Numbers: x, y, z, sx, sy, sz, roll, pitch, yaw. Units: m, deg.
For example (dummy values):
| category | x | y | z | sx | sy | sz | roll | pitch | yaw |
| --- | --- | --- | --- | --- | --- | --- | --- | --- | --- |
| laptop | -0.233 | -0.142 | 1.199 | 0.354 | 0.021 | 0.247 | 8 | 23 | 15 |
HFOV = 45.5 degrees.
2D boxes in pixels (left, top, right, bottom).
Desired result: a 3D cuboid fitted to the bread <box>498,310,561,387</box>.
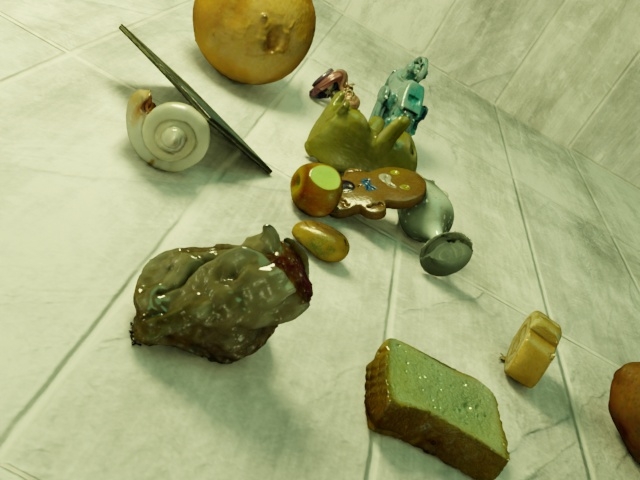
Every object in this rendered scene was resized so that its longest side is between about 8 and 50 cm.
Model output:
| category | x | y | z | sx | sy | sz | roll | pitch | yaw |
| --- | --- | --- | --- | --- | --- | --- | --- | --- | --- |
| bread | 0.392 | 0.195 | 1.417 | 0.073 | 0.122 | 0.149 | 31 | 24 | 7 |

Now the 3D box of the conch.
| category | x | y | z | sx | sy | sz | roll | pitch | yaw |
| --- | --- | --- | --- | --- | --- | --- | --- | --- | --- |
| conch | -0.288 | -0.195 | 1.404 | 0.158 | 0.127 | 0.255 | 22 | 2 | -16 |

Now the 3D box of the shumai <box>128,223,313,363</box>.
| category | x | y | z | sx | sy | sz | roll | pitch | yaw |
| --- | --- | --- | --- | --- | --- | --- | --- | --- | --- |
| shumai | -0.125 | 0.050 | 1.023 | 0.218 | 0.185 | 0.184 | 16 | 29 | -30 |

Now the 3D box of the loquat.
| category | x | y | z | sx | sy | sz | roll | pitch | yaw |
| --- | --- | --- | --- | --- | --- | --- | --- | --- | --- |
| loquat | -0.169 | -0.554 | 1.919 | 0.328 | 0.328 | 0.328 | 25 | 26 | -13 |

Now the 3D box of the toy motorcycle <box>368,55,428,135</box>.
| category | x | y | z | sx | sy | sz | roll | pitch | yaw |
| --- | --- | --- | --- | --- | --- | --- | --- | --- | --- |
| toy motorcycle | 0.214 | -0.376 | 2.119 | 0.154 | 0.260 | 0.206 | 22 | -14 | -22 |

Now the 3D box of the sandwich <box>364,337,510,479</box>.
| category | x | y | z | sx | sy | sz | roll | pitch | yaw |
| --- | --- | --- | --- | --- | --- | --- | --- | --- | --- |
| sandwich | 0.171 | 0.249 | 1.137 | 0.214 | 0.065 | 0.186 | 28 | 25 | -8 |

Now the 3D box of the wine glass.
| category | x | y | z | sx | sy | sz | roll | pitch | yaw |
| --- | --- | --- | --- | --- | --- | --- | --- | --- | --- |
| wine glass | 0.242 | -0.035 | 1.665 | 0.126 | 0.126 | 0.241 | 20 | 30 | -23 |

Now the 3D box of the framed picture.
| category | x | y | z | sx | sy | sz | roll | pitch | yaw |
| --- | --- | --- | --- | --- | --- | --- | --- | --- | --- |
| framed picture | -0.253 | -0.287 | 1.566 | 0.347 | 0.016 | 0.265 | 47 | 4 | 29 |

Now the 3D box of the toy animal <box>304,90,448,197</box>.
| category | x | y | z | sx | sy | sz | roll | pitch | yaw |
| --- | --- | --- | --- | --- | --- | --- | --- | --- | --- |
| toy animal | 0.150 | -0.215 | 1.810 | 0.363 | 0.180 | 0.181 | 21 | 9 | -18 |

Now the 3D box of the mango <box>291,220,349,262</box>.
| category | x | y | z | sx | sy | sz | roll | pitch | yaw |
| --- | --- | --- | --- | --- | --- | --- | --- | --- | --- |
| mango | 0.000 | 0.000 | 1.413 | 0.114 | 0.057 | 0.079 | 24 | 29 | 2 |

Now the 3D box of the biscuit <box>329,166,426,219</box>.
| category | x | y | z | sx | sy | sz | roll | pitch | yaw |
| --- | --- | --- | --- | --- | --- | --- | --- | --- | --- |
| biscuit | 0.114 | -0.108 | 1.635 | 0.236 | 0.039 | 0.180 | -11 | 38 | -16 |

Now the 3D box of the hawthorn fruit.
| category | x | y | z | sx | sy | sz | roll | pitch | yaw |
| --- | --- | --- | --- | --- | --- | --- | --- | --- | --- |
| hawthorn fruit | 0.632 | 0.311 | 1.410 | 0.208 | 0.208 | 0.248 | 17 | 15 | -28 |

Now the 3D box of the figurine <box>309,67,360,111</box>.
| category | x | y | z | sx | sy | sz | roll | pitch | yaw |
| --- | --- | --- | --- | --- | --- | --- | --- | --- | --- |
| figurine | 0.055 | -0.425 | 2.175 | 0.157 | 0.126 | 0.114 | 30 | 68 | -1 |

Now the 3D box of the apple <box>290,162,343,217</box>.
| category | x | y | z | sx | sy | sz | roll | pitch | yaw |
| --- | --- | --- | --- | --- | --- | --- | --- | --- | --- |
| apple | -0.011 | -0.100 | 1.531 | 0.102 | 0.099 | 0.114 | 19 | 57 | -12 |
